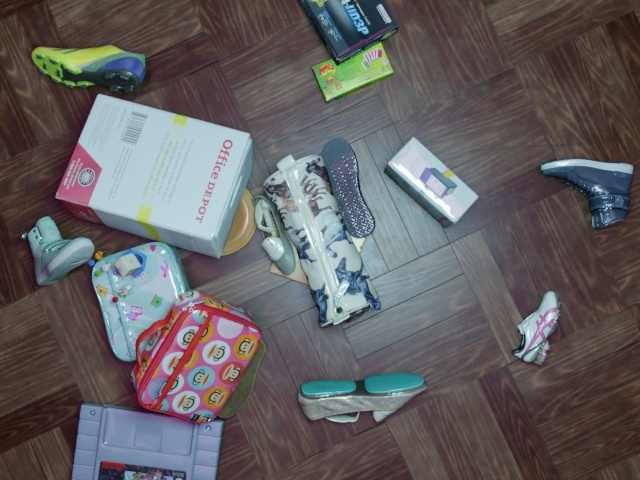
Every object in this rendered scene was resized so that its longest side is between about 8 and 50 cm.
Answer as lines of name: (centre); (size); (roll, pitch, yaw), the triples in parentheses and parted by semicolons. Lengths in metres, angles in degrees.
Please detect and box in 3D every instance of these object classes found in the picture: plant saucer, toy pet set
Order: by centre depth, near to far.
toy pet set: (-0.467, 0.065, 1.852); (0.114, 0.065, 0.122); (-39, 80, 34)
plant saucer: (-0.255, -0.061, 1.957); (0.199, 0.037, 0.200); (0, 88, 1)

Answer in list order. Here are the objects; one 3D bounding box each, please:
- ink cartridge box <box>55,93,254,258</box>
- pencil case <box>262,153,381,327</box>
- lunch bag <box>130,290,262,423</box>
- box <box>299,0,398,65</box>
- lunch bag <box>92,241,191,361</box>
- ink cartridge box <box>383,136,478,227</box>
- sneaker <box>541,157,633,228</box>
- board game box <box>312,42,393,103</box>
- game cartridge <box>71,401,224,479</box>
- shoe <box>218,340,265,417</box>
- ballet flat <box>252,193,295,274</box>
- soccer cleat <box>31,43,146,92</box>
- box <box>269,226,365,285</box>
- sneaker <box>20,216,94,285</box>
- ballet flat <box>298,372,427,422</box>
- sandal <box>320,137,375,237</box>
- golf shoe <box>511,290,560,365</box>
ink cartridge box: (-0.378, -0.149, 1.859); (0.384, 0.160, 0.279); (16, 72, 5)
pencil case: (0.000, 0.000, 1.856); (0.159, 0.183, 0.411); (-22, 87, -2)
lunch bag: (-0.303, 0.265, 1.824); (0.258, 0.120, 0.293); (25, 100, -31)
box: (0.062, -0.566, 1.922); (0.175, 0.051, 0.220); (-29, 83, -1)
lunch bag: (-0.428, 0.155, 1.918); (0.223, 0.108, 0.279); (-16, 87, 0)
ink cartridge box: (0.263, -0.135, 1.889); (0.212, 0.154, 0.093); (44, 88, 3)
sneaker: (0.648, -0.113, 1.915); (0.226, 0.086, 0.164); (6, 86, 0)
board game box: (0.080, -0.422, 1.956); (0.181, 0.043, 0.092); (-23, 87, 0)
game cartridge: (-0.427, 0.537, 1.935); (0.354, 0.068, 0.230); (7, 84, 1)
shoe: (-0.200, 0.335, 1.940); (0.076, 0.058, 0.219); (24, 94, -31)
ballet flat: (-0.122, -0.015, 1.919); (0.072, 0.068, 0.213); (-28, 72, 38)
soccer cleat: (-0.574, -0.445, 1.963); (0.289, 0.093, 0.121); (11, 58, 6)
box: (-0.007, 0.034, 1.957); (0.201, 0.021, 0.165); (19, 89, 1)
sneaker: (-0.637, 0.003, 1.879); (0.256, 0.094, 0.151); (-27, 80, 44)
ballet flat: (0.105, 0.390, 1.917); (0.315, 0.107, 0.106); (-4, 108, 6)
sandal: (0.063, -0.127, 1.946); (0.097, 0.054, 0.255); (-16, 88, 10)
golf shoe: (0.529, 0.208, 1.918); (0.085, 0.067, 0.186); (18, 89, 3)
